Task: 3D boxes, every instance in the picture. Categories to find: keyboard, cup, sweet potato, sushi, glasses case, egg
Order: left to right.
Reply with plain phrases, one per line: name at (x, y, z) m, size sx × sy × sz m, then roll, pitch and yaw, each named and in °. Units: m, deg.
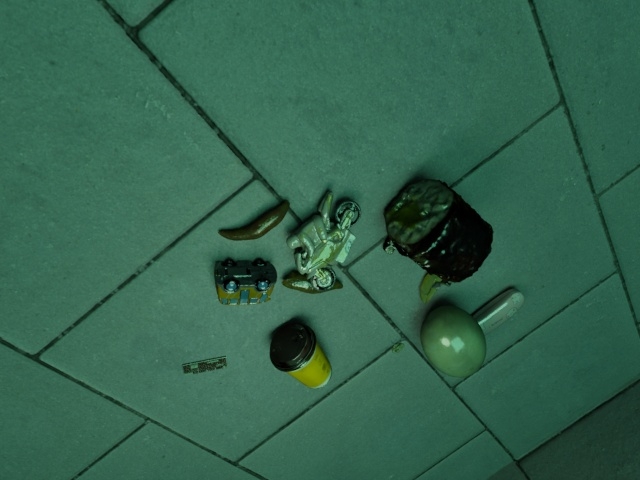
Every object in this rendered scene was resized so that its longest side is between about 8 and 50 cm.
keyboard at (-0.447, 0.490, 1.594) m, size 0.165 × 0.017 × 0.055 m, roll -8°, pitch 119°, yaw -13°
sweet potato at (-0.207, -0.048, 1.358) m, size 0.255 × 0.058 × 0.078 m, roll -25°, pitch 105°, yaw 1°
cup at (-0.068, 0.461, 1.605) m, size 0.196 × 0.196 × 0.280 m, roll -31°, pitch 130°, yaw 1°
sweet potato at (-0.020, 0.159, 1.514) m, size 0.243 × 0.077 × 0.077 m, roll 10°, pitch 114°, yaw -19°
sushi at (0.264, 0.009, 1.546) m, size 0.045 × 0.044 × 0.083 m, roll 25°, pitch 107°, yaw -4°
sushi at (0.408, -0.029, 1.414) m, size 0.294 × 0.300 × 0.281 m, roll 34°, pitch 119°, yaw -31°
egg at (0.558, 0.427, 1.727) m, size 0.258 × 0.258 × 0.352 m, roll -28°, pitch 124°, yaw -1°
glasses case at (0.784, 0.331, 1.846) m, size 0.296 × 0.075 × 0.113 m, roll -40°, pitch 123°, yaw 7°

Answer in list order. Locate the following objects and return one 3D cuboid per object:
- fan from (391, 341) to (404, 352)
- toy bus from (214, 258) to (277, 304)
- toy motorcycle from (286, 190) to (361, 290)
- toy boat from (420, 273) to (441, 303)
fan at (0.336, 0.480, 1.833) m, size 0.080 × 0.003 × 0.060 m, roll 15°, pitch 111°, yaw -24°
toy bus at (-0.259, 0.151, 1.410) m, size 0.209 × 0.126 × 0.136 m, roll 0°, pitch 126°, yaw -17°
toy motorcycle at (0.000, 0.000, 1.410) m, size 0.222 × 0.108 × 0.341 m, roll 21°, pitch 99°, yaw -16°
toy boat at (0.453, 0.184, 1.679) m, size 0.066 × 0.065 × 0.172 m, roll 2°, pitch 121°, yaw -39°
